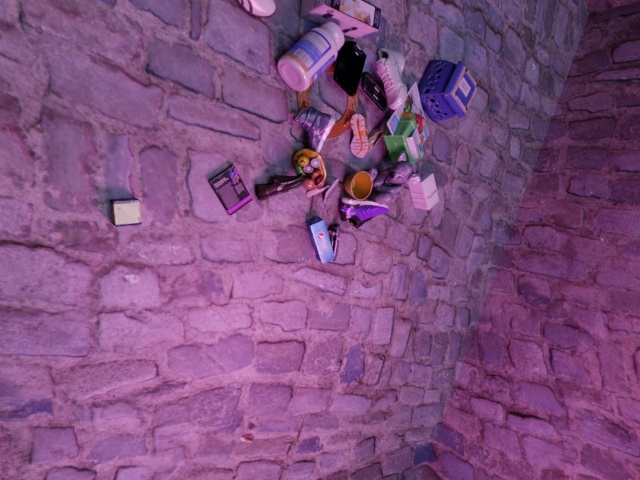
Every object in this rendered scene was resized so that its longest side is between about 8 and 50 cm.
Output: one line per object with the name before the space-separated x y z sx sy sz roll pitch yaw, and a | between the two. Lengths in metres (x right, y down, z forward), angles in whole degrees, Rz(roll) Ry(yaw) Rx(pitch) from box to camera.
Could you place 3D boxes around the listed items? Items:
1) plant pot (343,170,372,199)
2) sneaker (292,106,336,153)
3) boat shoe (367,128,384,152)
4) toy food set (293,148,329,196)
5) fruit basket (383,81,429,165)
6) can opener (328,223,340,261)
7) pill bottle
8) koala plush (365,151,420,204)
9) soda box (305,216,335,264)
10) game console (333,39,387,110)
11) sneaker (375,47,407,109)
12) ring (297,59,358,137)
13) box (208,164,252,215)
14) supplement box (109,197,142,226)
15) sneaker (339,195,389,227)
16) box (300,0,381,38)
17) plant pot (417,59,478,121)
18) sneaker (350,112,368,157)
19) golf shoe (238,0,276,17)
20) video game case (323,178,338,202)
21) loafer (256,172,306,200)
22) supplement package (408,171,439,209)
plant pot | 0.165 -0.265 1.904 0.134 0.095 0.134 -12 110 -36
sneaker | -0.056 -0.449 1.688 0.164 0.086 0.226 20 118 -17
boat shoe | 0.251 -0.480 1.944 0.153 0.048 0.056 -51 127 -16
toy food set | -0.041 -0.279 1.711 0.128 0.071 0.217 -15 121 12
fruit basket | 0.460 -0.554 2.012 0.353 0.166 0.327 -52 135 -25
can opener | 0.070 0.012 1.929 0.073 0.059 0.185 -4 104 -38
pill bottle | -0.030 -0.733 1.584 0.272 0.152 0.152 -51 127 -17
koala plush | 0.366 -0.309 1.941 0.203 0.221 0.196 -11 68 -42
soda box | 0.000 0.000 1.855 0.071 0.067 0.210 -24 118 -13
game console | 0.199 -0.711 1.820 0.361 0.044 0.213 30 69 -42
sneaker | 0.314 -0.748 1.859 0.152 0.114 0.304 9 71 -33
ring | 0.044 -0.619 1.753 0.337 0.032 0.336 -11 109 -37
box | -0.347 -0.194 1.560 0.116 0.029 0.162 -40 125 -24
supplement box | -0.645 -0.095 1.332 0.083 0.056 0.083 -10 108 -36
sneaker | 0.207 -0.132 1.982 0.294 0.102 0.146 3 105 -34
box | 0.083 -0.916 1.616 0.290 0.169 0.087 1 99 -37
plant pot | 0.664 -0.778 2.086 0.236 0.212 0.235 31 83 -40
sneaker | 0.188 -0.491 1.875 0.083 0.084 0.214 -60 152 -54
golf shoe | -0.252 -0.880 1.389 0.273 0.120 0.105 23 86 -41
video game case | 0.047 -0.223 1.821 0.011 0.122 0.087 36 74 5
loafer | -0.162 -0.233 1.636 0.220 0.080 0.078 -24 109 -11
supplement package | 0.569 -0.274 2.217 0.105 0.105 0.179 -39 123 -25
